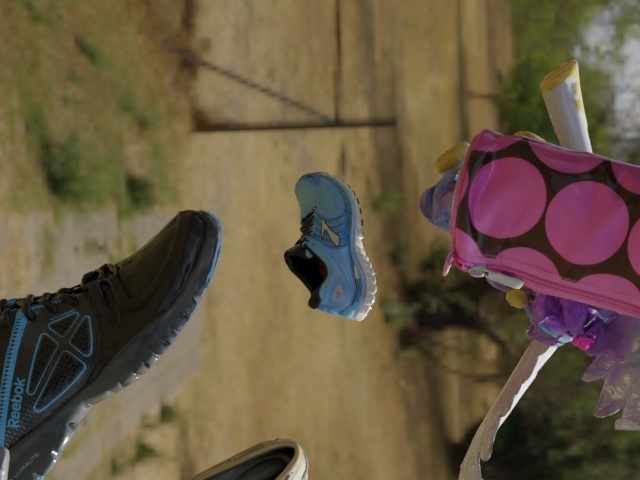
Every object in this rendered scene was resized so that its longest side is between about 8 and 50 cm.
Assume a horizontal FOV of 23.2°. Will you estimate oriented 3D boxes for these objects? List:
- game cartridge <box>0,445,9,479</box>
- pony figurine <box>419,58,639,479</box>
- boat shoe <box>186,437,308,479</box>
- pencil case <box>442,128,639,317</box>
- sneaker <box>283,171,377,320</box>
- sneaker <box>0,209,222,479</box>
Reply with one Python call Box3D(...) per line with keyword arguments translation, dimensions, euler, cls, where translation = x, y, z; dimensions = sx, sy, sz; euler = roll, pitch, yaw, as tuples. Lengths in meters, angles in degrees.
Box3D(translation=(-0.245, 0.310, 0.889), dimensions=(0.355, 0.068, 0.230), euler=(-88, -166, -59), cls="game cartridge")
Box3D(translation=(0.252, 0.052, 1.547), dimensions=(0.363, 0.303, 0.351), euler=(55, 47, -11), cls="pony figurine")
Box3D(translation=(-0.092, 0.195, 1.081), dimensions=(0.068, 0.190, 0.072), euler=(49, -16, 14), cls="boat shoe")
Box3D(translation=(0.184, 0.003, 0.977), dimensions=(0.095, 0.209, 0.098), euler=(81, 28, -57), cls="pencil case")
Box3D(translation=(0.000, 0.000, 1.454), dimensions=(0.063, 0.073, 0.162), euler=(119, -36, -44), cls="sneaker")
Box3D(translation=(-0.230, 0.087, 1.449), dimensions=(0.139, 0.341, 0.125), euler=(43, -5, -10), cls="sneaker")
